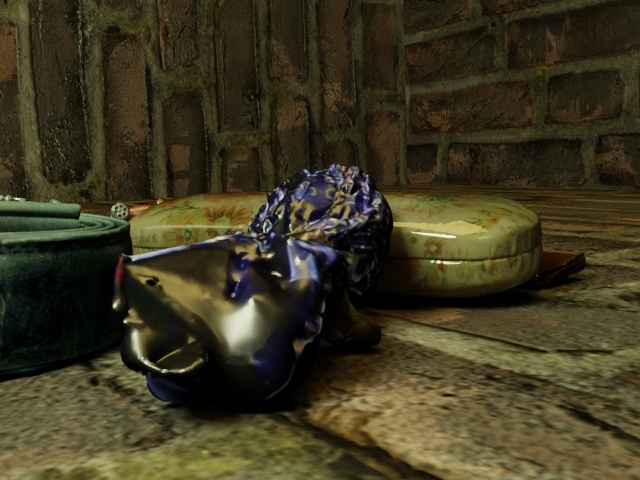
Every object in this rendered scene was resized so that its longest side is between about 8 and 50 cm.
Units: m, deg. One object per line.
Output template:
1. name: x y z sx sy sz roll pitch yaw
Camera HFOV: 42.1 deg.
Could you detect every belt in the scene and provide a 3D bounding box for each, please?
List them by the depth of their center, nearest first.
1. belt: -0.258 0.024 0.582 0.207 0.116 0.268 8 8 36

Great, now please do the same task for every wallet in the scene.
1. wallet: 0.182 0.025 0.871 0.095 0.026 0.176 -14 11 -38

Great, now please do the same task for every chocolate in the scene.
1. chocolate: -0.022 0.025 0.550 0.148 0.126 0.343 40 15 3

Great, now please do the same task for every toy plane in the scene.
1. toy plane: -0.297 -0.008 1.142 0.194 0.077 0.126 -11 -3 1

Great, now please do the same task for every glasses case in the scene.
1. glasses case: 0.000 0.000 0.814 0.426 0.097 0.156 2 12 28
